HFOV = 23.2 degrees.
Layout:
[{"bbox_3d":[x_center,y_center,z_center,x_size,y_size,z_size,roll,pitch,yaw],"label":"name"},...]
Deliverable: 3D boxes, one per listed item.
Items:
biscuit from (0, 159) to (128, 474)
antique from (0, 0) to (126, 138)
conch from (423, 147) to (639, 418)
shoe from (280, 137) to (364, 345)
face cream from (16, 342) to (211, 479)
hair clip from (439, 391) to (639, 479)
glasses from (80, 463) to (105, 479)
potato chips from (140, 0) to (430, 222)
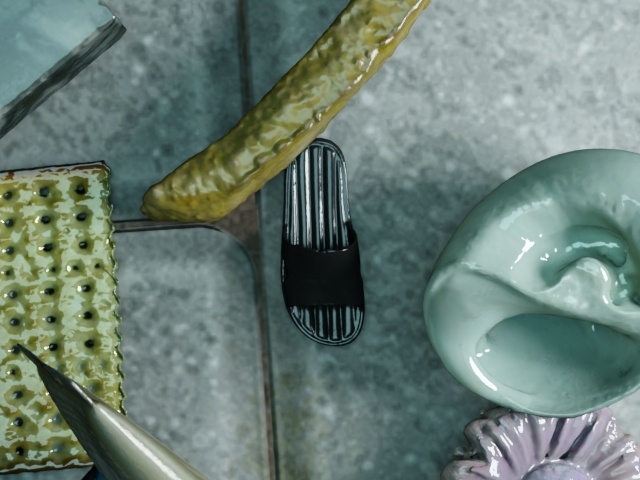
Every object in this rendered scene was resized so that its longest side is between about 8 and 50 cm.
[{"bbox_3d":[-0.219,0.059,1.179,0.139,0.016,0.231,-5,88,-1],"label":"biscuit"},{"bbox_3d":[-0.242,-0.133,1.149,0.183,0.088,0.086,-40,91,-2],"label":"antique"},{"bbox_3d":[0.184,0.032,1.128,0.221,0.121,0.185,-16,79,7],"label":"conch"},{"bbox_3d":[0.000,0.000,1.166,0.062,0.053,0.159,-4,85,-4],"label":"shoe"},{"bbox_3d":[-0.082,0.201,1.077,0.084,0.137,0.341,-45,113,-13],"label":"face cream"},{"bbox_3d":[0.101,0.203,1.148,0.300,0.069,0.173,-7,86,0],"label":"hair clip"},{"bbox_3d":[-0.196,0.266,1.126,0.207,0.102,0.239,-3,81,3],"label":"glasses"},{"bbox_3d":[0.021,-0.156,1.162,0.080,0.057,0.407,40,88,17],"label":"potato chips"}]
